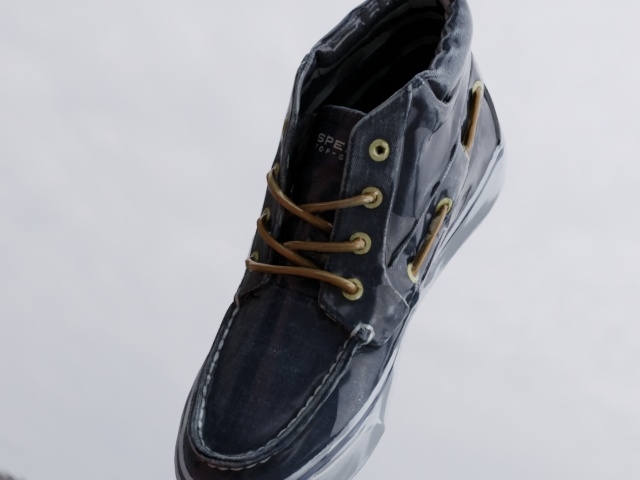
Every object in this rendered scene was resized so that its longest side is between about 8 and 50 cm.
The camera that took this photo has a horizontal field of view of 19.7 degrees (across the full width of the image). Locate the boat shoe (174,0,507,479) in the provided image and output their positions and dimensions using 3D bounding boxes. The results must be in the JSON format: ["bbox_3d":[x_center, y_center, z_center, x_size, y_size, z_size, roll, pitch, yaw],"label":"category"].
[{"bbox_3d":[0.000,0.000,0.584,0.065,0.183,0.083,13,-35,26],"label":"boat shoe"}]
